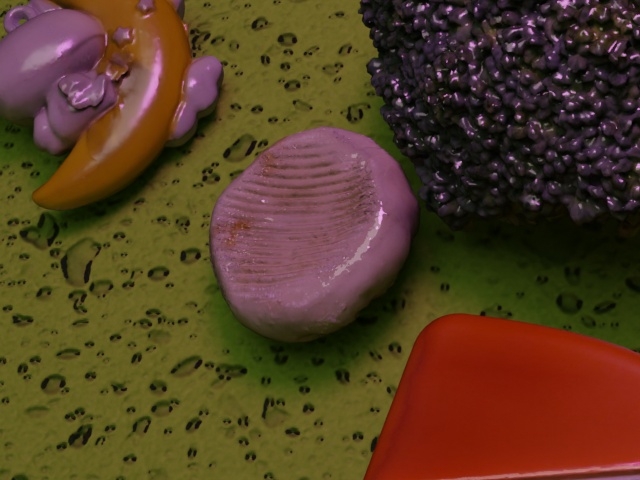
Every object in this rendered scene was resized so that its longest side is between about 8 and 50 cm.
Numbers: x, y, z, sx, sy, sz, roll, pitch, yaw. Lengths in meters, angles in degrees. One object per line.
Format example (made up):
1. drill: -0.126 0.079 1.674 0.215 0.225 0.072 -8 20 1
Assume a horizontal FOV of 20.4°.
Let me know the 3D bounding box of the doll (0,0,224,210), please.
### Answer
1. doll: -0.221 -0.148 1.598 0.252 0.111 0.237 -37 75 -5

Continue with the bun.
1. bun: 0.000 0.000 1.454 0.183 0.102 0.183 -13 61 24

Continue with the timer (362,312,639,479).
1. timer: 0.185 0.179 1.222 0.250 0.257 0.161 7 59 22

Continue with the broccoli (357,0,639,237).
1. broccoli: 0.198 -0.133 1.370 0.317 0.338 0.277 1 91 -6
